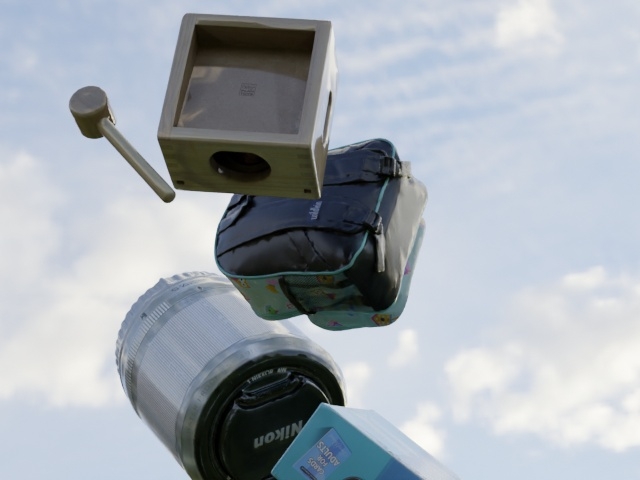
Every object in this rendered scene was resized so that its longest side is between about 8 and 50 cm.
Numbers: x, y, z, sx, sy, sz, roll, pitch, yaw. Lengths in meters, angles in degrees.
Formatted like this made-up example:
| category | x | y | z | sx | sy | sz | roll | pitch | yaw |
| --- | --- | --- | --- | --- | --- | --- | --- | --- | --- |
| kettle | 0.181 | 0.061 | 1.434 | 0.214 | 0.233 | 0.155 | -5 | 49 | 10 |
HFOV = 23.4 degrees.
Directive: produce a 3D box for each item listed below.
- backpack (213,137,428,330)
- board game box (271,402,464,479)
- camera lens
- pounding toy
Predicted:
| category | x | y | z | sx | sy | sz | roll | pitch | yaw |
| --- | --- | --- | --- | --- | --- | --- | --- | --- | --- |
| backpack | 0.000 | 0.000 | 1.470 | 0.188 | 0.166 | 0.144 | -2 | -36 | 28 |
| board game box | 0.103 | 0.257 | 1.412 | 0.253 | 0.079 | 0.336 | 37 | 0 | 12 |
| camera lens | -0.112 | 0.177 | 1.897 | 0.219 | 0.274 | 0.219 | -12 | -64 | -26 |
| pounding toy | -0.099 | -0.089 | 1.285 | 0.206 | 0.181 | 0.094 | 4 | -29 | 9 |
